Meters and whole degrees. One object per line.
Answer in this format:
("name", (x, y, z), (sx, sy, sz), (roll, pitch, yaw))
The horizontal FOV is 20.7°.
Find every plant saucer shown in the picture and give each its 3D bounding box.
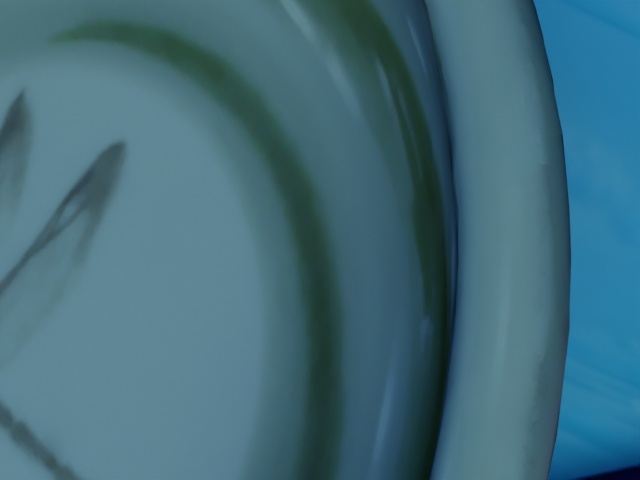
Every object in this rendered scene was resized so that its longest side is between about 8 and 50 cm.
("plant saucer", (-0.101, 0.037, 0.469), (0.400, 0.400, 0.100), (-44, 144, 15))

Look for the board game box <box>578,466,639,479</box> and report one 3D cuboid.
("board game box", (-0.006, 0.213, 0.633), (0.347, 0.056, 0.208), (-13, 100, 6))
